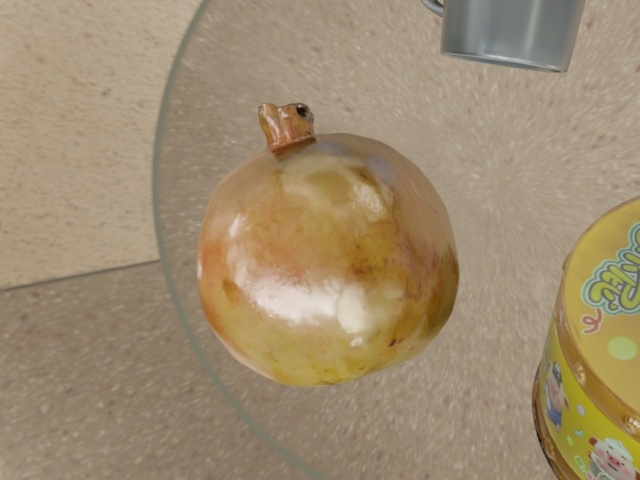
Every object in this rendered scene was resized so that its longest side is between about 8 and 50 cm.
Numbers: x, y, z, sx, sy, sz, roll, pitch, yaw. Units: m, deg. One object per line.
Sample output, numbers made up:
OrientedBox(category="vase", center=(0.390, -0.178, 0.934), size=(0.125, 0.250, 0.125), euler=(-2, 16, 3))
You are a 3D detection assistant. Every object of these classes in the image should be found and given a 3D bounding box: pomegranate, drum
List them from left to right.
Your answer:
OrientedBox(category="pomegranate", center=(0.000, 0.000, 1.155), size=(0.229, 0.252, 0.270), euler=(-15, 92, 33))
OrientedBox(category="drum", center=(0.466, 0.148, 1.445), size=(0.431, 0.431, 0.214), euler=(9, 138, 8))

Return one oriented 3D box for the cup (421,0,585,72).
OrientedBox(category="cup", center=(0.091, -0.132, 0.648), size=(0.100, 0.078, 0.077), euler=(14, 98, 37))
